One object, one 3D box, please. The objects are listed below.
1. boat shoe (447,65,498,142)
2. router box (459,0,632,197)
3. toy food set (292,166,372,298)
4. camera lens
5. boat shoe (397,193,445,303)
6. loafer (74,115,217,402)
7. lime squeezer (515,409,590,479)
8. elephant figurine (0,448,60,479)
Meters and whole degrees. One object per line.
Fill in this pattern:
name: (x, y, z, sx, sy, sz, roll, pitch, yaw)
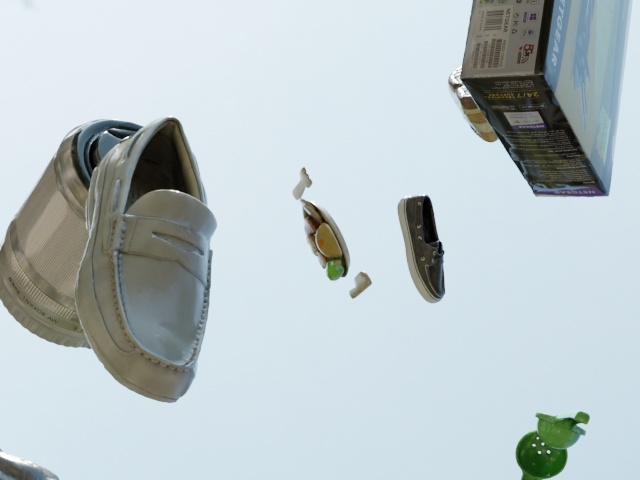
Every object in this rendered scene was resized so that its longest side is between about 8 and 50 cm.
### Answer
boat shoe: (0.187, -0.158, 1.653, 0.068, 0.190, 0.072, -15, -72, 14)
router box: (0.227, -0.228, 1.352, 0.081, 0.243, 0.308, 0, -113, 26)
toy food set: (0.000, 0.000, 2.033, 0.192, 0.038, 0.132, 60, -16, 8)
camera lens: (-0.298, -0.012, 1.930, 0.274, 0.219, 0.219, -49, -123, 35)
boat shoe: (0.135, 0.010, 1.809, 0.040, 0.049, 0.142, -17, -91, 41)
loafer: (-0.145, 0.005, 1.229, 0.111, 0.112, 0.319, -51, -147, 26)
lime squeezer: (0.233, 0.225, 1.499, 0.059, 0.110, 0.310, 36, -38, 14)
elephant figurine: (-0.277, 0.239, 0.993, 0.239, 0.169, 0.186, 111, -13, -49)
